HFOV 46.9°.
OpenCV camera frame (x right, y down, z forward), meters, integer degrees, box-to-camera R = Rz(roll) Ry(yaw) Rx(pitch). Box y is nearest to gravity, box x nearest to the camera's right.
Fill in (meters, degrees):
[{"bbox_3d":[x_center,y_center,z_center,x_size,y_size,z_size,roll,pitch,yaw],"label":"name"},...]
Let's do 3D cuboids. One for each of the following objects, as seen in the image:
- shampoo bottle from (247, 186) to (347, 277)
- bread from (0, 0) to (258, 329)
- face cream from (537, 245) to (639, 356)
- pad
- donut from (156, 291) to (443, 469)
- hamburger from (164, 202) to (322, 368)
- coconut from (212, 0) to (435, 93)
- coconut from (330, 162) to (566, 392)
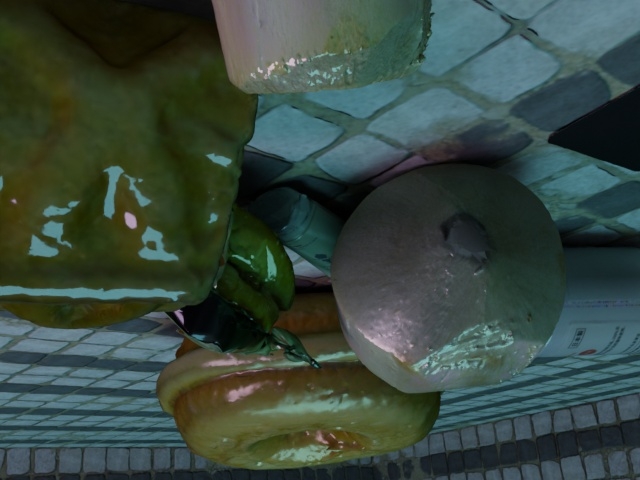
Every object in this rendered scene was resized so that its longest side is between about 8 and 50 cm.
[{"bbox_3d":[0.000,0.000,0.799,0.072,0.049,0.212,-14,157,24],"label":"shampoo bottle"},{"bbox_3d":[-0.179,-0.046,0.456,0.252,0.239,0.196,10,-166,-27],"label":"bread"},{"bbox_3d":[0.264,0.075,0.931,0.369,0.145,0.145,2,158,-17],"label":"face cream"},{"bbox_3d":[0.299,-0.100,0.682,0.157,0.003,0.112,10,154,-35],"label":"pad"},{"bbox_3d":[-0.023,0.220,1.122,0.448,0.198,0.449,-3,152,-2],"label":"donut"},{"bbox_3d":[-0.092,0.039,0.704,0.235,0.125,0.214,24,170,19],"label":"hamburger"},{"bbox_3d":[0.000,-0.138,0.363,0.116,0.122,0.116,-7,-163,2],"label":"coconut"},{"bbox_3d":[0.120,0.041,0.721,0.241,0.241,0.241,-5,159,-2],"label":"coconut"}]
